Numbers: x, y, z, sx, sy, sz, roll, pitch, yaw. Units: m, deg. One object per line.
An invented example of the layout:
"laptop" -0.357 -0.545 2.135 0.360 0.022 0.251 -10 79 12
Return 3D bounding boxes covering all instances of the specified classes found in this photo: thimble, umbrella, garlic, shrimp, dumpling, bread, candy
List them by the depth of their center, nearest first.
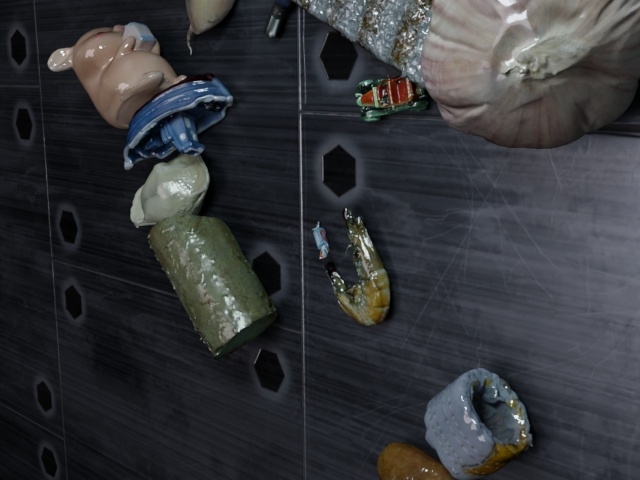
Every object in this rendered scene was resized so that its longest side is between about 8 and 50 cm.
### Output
"garlic" 0.280 -0.253 1.163 0.317 0.259 0.317 3 109 8
"thimble" 0.247 0.293 1.424 0.118 0.127 0.151 -49 56 41
"bread" 0.106 -0.387 1.438 0.416 0.113 0.165 41 123 34
"umbrella" -0.050 -0.469 1.621 0.071 0.071 0.248 45 131 30
"shrimp" 0.058 0.052 1.628 0.150 0.051 0.217 -22 81 54
"candy" 0.000 0.000 1.677 0.030 0.020 0.083 -54 36 29
"garlic" -0.229 -0.481 1.780 0.128 0.148 0.266 19 111 3
"dumpling" -0.317 -0.120 1.937 0.216 0.126 0.166 -47 38 50

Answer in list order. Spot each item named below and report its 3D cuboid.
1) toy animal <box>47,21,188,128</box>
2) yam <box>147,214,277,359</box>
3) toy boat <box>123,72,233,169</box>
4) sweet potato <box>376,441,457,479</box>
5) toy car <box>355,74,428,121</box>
"toy animal" -0.429 -0.366 1.936 0.213 0.195 0.256 -48 61 31
"yam" -0.218 0.081 1.829 0.304 0.168 0.168 58 133 22
"toy boat" -0.299 -0.229 1.855 0.309 0.129 0.142 -28 65 27
"sweet potato" 0.205 0.430 1.522 0.292 0.097 0.097 28 118 38
"toy car" 0.115 -0.243 1.499 0.143 0.054 0.073 -6 93 45
